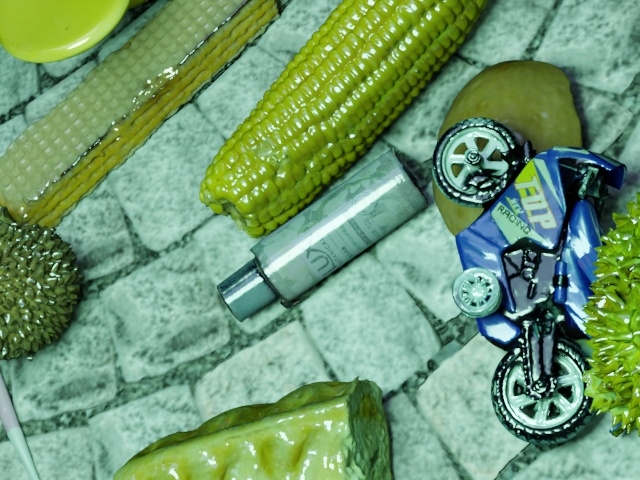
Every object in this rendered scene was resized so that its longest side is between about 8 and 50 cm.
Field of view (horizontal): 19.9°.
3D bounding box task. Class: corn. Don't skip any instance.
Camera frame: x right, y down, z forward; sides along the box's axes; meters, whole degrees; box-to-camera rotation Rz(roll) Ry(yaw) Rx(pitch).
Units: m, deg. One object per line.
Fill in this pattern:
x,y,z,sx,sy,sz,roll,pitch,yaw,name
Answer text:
0.026,-0.153,1.755,0.363,0.120,0.120,-46,54,-1,corn

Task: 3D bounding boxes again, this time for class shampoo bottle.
0.000,0.000,1.720,0.214,0.072,0.072,-35,55,7,shampoo bottle

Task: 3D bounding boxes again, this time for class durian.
0.312,0.047,1.457,0.200,0.176,0.237,27,70,13,durian
-0.334,0.031,1.796,0.196,0.196,0.167,-1,67,26,durian

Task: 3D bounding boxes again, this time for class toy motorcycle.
0.202,0.025,1.577,0.169,0.113,0.315,-18,71,12,toy motorcycle

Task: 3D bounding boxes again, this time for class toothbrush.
-0.312,0.173,1.816,0.020,0.025,0.286,-34,54,7,toothbrush

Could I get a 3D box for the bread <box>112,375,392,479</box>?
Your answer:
-0.068,0.216,1.610,0.268,0.130,0.152,-19,22,18,bread

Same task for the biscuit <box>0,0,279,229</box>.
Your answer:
-0.194,-0.159,1.906,0.379,0.054,0.094,-43,53,1,biscuit

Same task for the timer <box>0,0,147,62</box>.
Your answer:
-0.280,-0.361,1.877,0.376,0.376,0.387,20,70,33,timer

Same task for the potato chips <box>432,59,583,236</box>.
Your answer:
0.168,-0.083,1.689,0.150,0.049,0.201,1,65,26,potato chips
